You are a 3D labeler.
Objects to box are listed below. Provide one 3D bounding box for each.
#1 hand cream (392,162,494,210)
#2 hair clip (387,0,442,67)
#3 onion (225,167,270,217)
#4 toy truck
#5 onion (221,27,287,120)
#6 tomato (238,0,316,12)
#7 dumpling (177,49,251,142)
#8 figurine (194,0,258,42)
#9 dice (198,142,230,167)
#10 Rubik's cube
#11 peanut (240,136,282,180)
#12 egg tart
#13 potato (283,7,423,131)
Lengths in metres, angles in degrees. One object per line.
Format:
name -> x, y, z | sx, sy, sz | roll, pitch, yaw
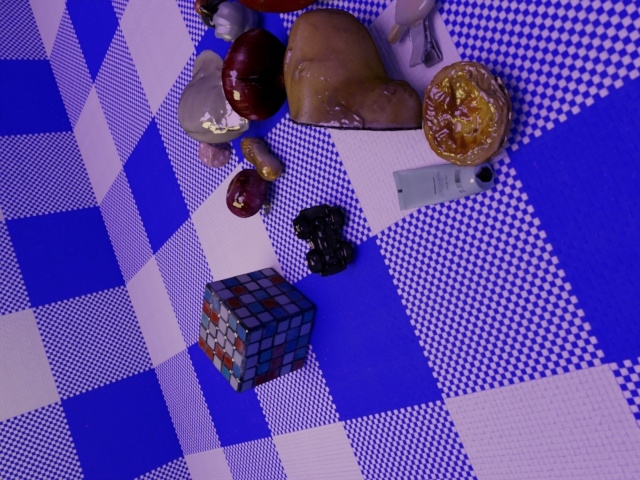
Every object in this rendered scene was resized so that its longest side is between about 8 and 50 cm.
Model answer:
hand cream -> 0.294, -0.142, 1.450 | 0.321, 0.067, 0.109 | -6, 98, 55
hair clip -> 0.227, -0.530, 1.404 | 0.159, 0.071, 0.218 | -6, 92, 53
onion -> -0.255, -0.166, 2.026 | 0.177, 0.154, 0.177 | 173, 90, -67
toy truck -> 0.000, 0.000, 1.790 | 0.165, 0.147, 0.224 | 158, 94, -75
onion -> -0.161, -0.494, 1.739 | 0.285, 0.273, 0.273 | 15, 115, 19
tomato -> -0.128, -0.768, 1.546 | 0.293, 0.325, 0.289 | 54, 134, 21
dumpling -> -0.371, -0.490, 1.982 | 0.395, 0.233, 0.315 | 23, 127, 53
figurine -> -0.311, -0.733, 1.901 | 0.236, 0.176, 0.133 | 43, 119, 38
dice -> -0.402, -0.335, 2.190 | 0.094, 0.093, 0.091 | 42, 130, 33
Rubik's cube -> -0.228, 0.303, 2.021 | 0.293, 0.287, 0.291 | 40, 128, 37
peanut -> -0.204, -0.284, 1.974 | 0.206, 0.087, 0.087 | 49, 134, 27
egg tart -> 0.337, -0.287, 1.309 | 0.241, 0.106, 0.240 | 23, 121, 46
potato -> 0.065, -0.433, 1.447 | 0.397, 0.290, 0.295 | 20, 116, 49
